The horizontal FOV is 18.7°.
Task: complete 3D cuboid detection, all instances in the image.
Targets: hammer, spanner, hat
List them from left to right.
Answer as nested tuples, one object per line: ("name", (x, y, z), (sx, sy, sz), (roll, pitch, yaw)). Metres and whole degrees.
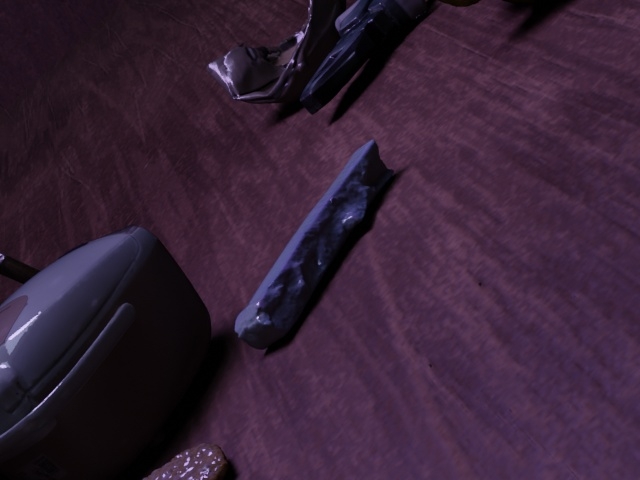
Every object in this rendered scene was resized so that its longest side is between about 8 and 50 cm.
("hammer", (-0.181, 0.040, 1.392), (0.062, 0.182, 0.017), (-38, 60, 14))
("hat", (-0.005, -0.181, 1.717), (0.147, 0.085, 0.175), (-50, -11, 19))
("spanner", (0.066, -0.207, 1.631), (0.096, 0.040, 0.325), (-28, 20, 47))

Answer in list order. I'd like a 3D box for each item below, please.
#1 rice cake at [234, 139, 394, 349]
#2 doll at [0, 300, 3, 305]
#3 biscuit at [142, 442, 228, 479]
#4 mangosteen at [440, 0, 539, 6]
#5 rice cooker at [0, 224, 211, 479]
("rice cake", (0.000, 0.000, 1.239), (0.042, 0.030, 0.180), (-35, 16, 47))
("doll", (-0.308, 0.154, 1.336), (0.339, 0.209, 0.318), (-51, -11, -30))
("biscuit", (-0.096, 0.158, 1.079), (0.120, 0.015, 0.120), (-40, 15, 13))
("mangosteen", (0.131, -0.242, 1.366), (0.166, 0.166, 0.180), (-35, 42, 28))
("rice cooker", (-0.154, 0.080, 1.238), (0.145, 0.127, 0.206), (-31, 22, 40))
